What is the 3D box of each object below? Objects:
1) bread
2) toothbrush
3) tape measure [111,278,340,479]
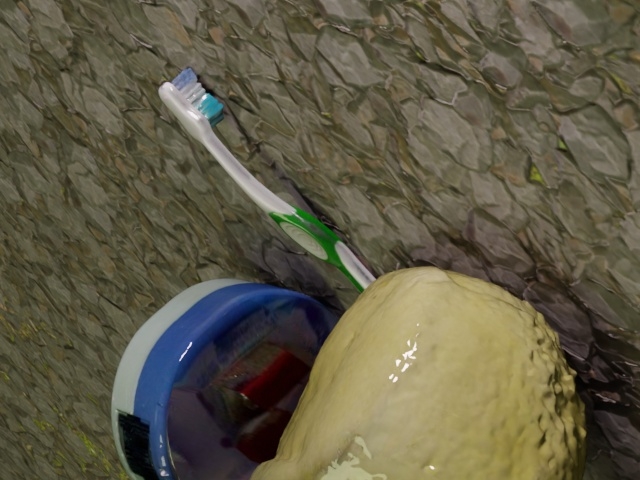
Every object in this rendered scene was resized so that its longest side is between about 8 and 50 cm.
[{"bbox_3d":[0.089,0.181,1.530,0.237,0.320,0.320,31,159,-16],"label":"bread"},{"bbox_3d":[-0.003,0.003,1.700,0.418,0.040,0.042,48,153,-1],"label":"toothbrush"},{"bbox_3d":[-0.080,0.174,1.808,0.138,0.259,0.262,-1,127,58],"label":"tape measure"}]
